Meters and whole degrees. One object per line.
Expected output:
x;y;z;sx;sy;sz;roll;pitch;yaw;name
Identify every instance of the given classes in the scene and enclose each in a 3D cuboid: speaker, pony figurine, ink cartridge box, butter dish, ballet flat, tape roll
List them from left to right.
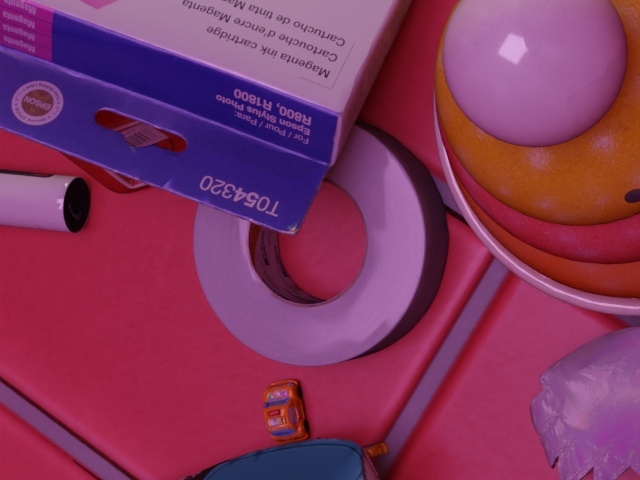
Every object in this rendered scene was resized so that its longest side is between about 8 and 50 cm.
-0.289;-0.039;1.744;0.136;0.055;0.055;6;93;21;speaker
-0.158;-0.130;1.659;0.160;0.160;0.118;-16;62;21;butter dish
-0.102;-0.202;1.550;0.324;0.071;0.330;20;62;10;ink cartridge box
-0.103;0.279;1.649;0.408;0.147;0.147;-16;85;27;ballet flat
0.000;0.000;1.624;0.219;0.072;0.219;0;90;21;tape roll
0.314;0.182;1.395;0.303;0.363;0.351;49;123;6;pony figurine

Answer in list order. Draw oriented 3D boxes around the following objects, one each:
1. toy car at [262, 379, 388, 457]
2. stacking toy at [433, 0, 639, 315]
0.000;0.160;1.643;0.122;0.040;0.060;6;93;21;toy car
0.189;-0.108;1.329;0.350;0.480;0.351;1;92;22;stacking toy
